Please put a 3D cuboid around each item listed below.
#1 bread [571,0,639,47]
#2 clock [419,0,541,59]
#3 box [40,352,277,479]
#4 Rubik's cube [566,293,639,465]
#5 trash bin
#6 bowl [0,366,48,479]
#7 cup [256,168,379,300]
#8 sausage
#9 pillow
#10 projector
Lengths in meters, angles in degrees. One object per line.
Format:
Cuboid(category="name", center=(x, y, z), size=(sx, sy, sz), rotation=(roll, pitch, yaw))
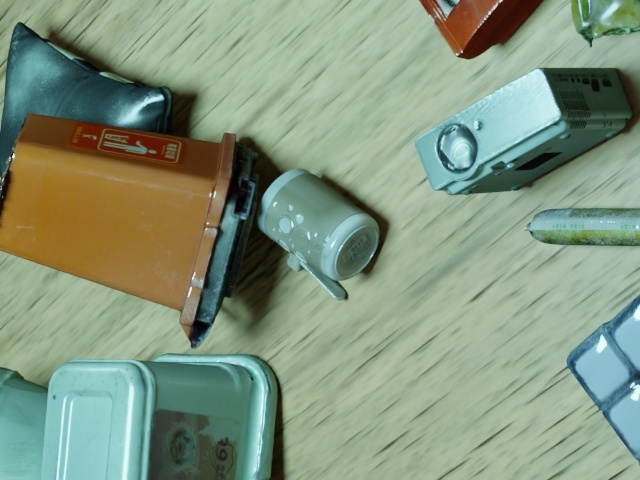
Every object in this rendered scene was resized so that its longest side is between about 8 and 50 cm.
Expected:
Cuboid(category="bread", center=(0.234, -0.295, 1.598), size=(0.087, 0.098, 0.269), rotation=(-6, 89, 2))
Cuboid(category="clock", center=(0.130, -0.251, 1.712), size=(0.113, 0.061, 0.155), rotation=(-48, 60, 32))
Cuboid(category="box", center=(-0.170, 0.256, 1.887), size=(0.175, 0.182, 0.311), rotation=(-2, 80, 37))
Cuboid(category="Rubik's cube", center=(0.368, 0.089, 1.403), size=(0.238, 0.237, 0.237), rotation=(53, 125, 15))
Cuboid(category="trash bin", center=(-0.189, -0.018, 1.879), size=(0.239, 0.161, 0.184), rotation=(12, 110, -5))
Cuboid(category="bowl", center=(-0.312, 0.283, 2.012), size=(0.163, 0.307, 0.307), rotation=(7, 100, 2))
Cuboid(category="cup", center=(-0.005, 0.000, 1.836), size=(0.099, 0.074, 0.102), rotation=(35, 116, 33))
Cuboid(category="sausage", center=(0.278, -0.011, 1.617), size=(0.269, 0.033, 0.032), rotation=(1, 94, 41))
Cuboid(category="pillow", center=(-0.249, -0.105, 2.020), size=(0.250, 0.106, 0.186), rotation=(26, 117, 38))
Cuboid(category="projector", center=(0.171, -0.090, 1.649), size=(0.147, 0.115, 0.061), rotation=(-30, 72, 39))
